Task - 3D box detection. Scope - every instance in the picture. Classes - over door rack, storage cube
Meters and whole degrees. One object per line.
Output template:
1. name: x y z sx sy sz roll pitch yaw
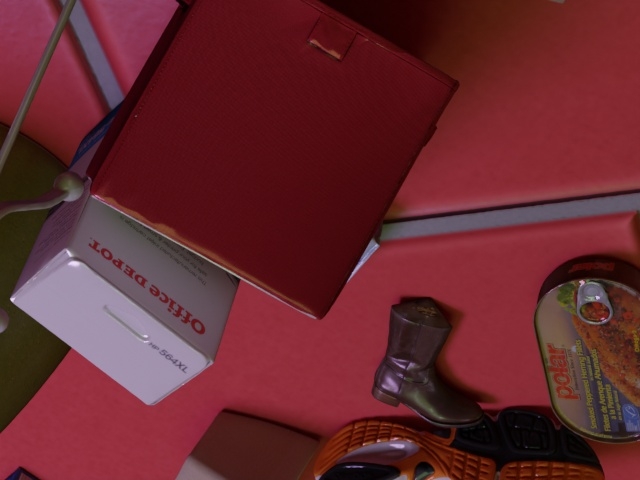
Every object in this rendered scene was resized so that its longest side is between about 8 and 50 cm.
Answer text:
1. over door rack: -0.277 -0.109 1.364 0.239 0.324 0.108 12 174 29
2. storage cube: -0.040 -0.077 1.366 0.215 0.183 0.193 30 91 -10

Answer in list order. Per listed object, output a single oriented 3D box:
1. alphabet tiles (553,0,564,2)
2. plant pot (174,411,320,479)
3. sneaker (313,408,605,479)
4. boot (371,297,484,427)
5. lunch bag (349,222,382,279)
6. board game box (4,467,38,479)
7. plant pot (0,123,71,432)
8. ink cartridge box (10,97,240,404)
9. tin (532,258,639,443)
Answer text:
1. alphabet tiles: 0.110 -0.255 1.256 0.237 0.009 0.198 13 131 -1
2. plant pot: -0.079 0.224 1.752 0.096 0.109 0.109 31 132 3
3. sneaker: 0.133 0.223 1.708 0.262 0.099 0.121 0 138 25
4. boot: 0.102 0.105 1.643 0.106 0.037 0.114 14 128 -1
5. lunch bag: 0.000 0.000 1.565 0.071 0.053 0.083 30 121 -15
6. board game box: -0.263 0.324 1.929 0.201 0.035 0.136 36 130 -16
7. plant pot: -0.342 0.086 1.568 0.274 0.293 0.275 7 132 8
8. ink cartridge box: -0.140 0.005 1.503 0.148 0.203 0.086 39 128 -19
9. tin: 0.238 0.093 1.594 0.106 0.040 0.190 -5 129 14
